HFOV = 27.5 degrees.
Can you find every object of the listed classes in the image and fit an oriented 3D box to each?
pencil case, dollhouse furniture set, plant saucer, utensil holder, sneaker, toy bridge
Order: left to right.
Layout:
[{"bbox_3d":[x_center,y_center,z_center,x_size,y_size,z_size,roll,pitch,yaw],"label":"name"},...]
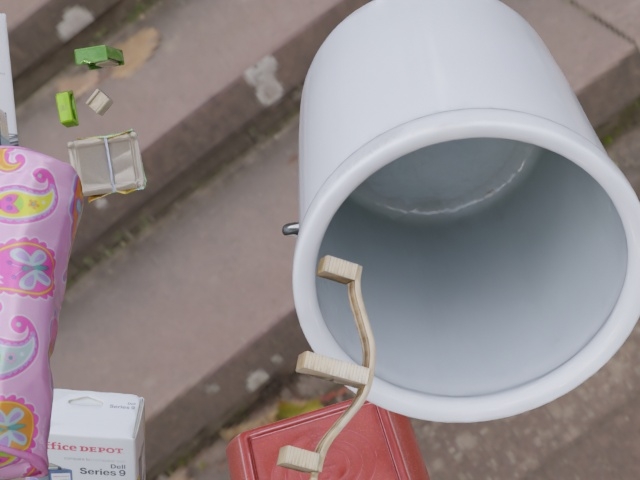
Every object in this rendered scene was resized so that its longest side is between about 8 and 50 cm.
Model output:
[{"bbox_3d":[-0.274,0.064,1.105,0.124,0.124,0.284,-11,63,31],"label":"pencil case"},{"bbox_3d":[-0.216,-0.116,1.307,0.076,0.151,0.058,-9,1,7],"label":"dollhouse furniture set"},{"bbox_3d":[0.000,0.000,1.734,0.040,0.109,0.043,-164,84,-70],"label":"sneaker"},{"bbox_3d":[0.007,0.309,1.721,0.259,0.047,0.258,-17,37,0],"label":"plant saucer"},{"bbox_3d":[0.012,0.109,1.093,0.026,0.063,0.188,143,141,-65],"label":"toy bridge"},{"bbox_3d":[0.132,-0.059,1.346,0.328,0.327,0.385,-27,29,14],"label":"utensil holder"}]

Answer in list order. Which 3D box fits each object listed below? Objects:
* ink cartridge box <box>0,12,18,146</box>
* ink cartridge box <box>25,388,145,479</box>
[{"bbox_3d":[-0.378,-0.109,1.296,0.093,0.219,0.160,-13,13,-43],"label":"ink cartridge box"},{"bbox_3d":[-0.320,0.311,1.785,0.154,0.212,0.093,4,34,-2],"label":"ink cartridge box"}]
